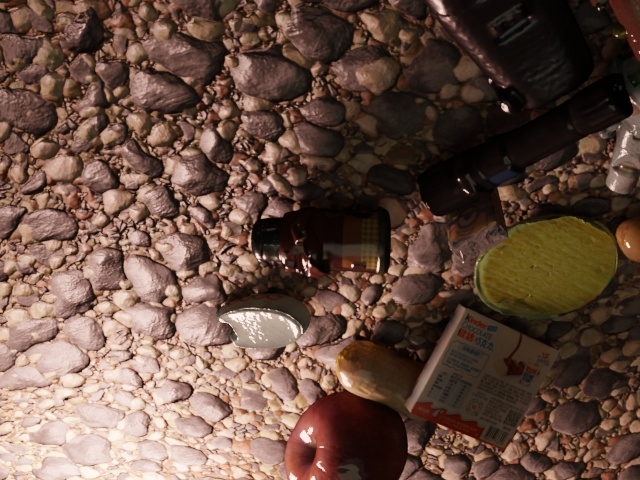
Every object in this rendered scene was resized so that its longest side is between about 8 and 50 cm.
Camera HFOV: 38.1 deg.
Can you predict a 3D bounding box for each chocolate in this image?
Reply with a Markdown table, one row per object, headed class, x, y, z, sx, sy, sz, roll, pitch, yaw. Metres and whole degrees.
| class | x | y | z | sx | sy | sz | roll | pitch | yaw |
| --- | --- | --- | --- | --- | --- | --- | --- | --- | --- |
| chocolate | 0.169 | 0.321 | 2.105 | 0.309 | 0.134 | 0.134 | 23 | 128 | -18 |

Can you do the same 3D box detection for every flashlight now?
| class | x | y | z | sx | sy | sz | roll | pitch | yaw |
| --- | --- | --- | --- | --- | --- | --- | --- | --- | --- |
| flashlight | 0.349 | -0.164 | 1.624 | 0.103 | 0.103 | 0.424 | 35 | 136 | -27 |

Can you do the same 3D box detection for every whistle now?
| class | x | y | z | sx | sy | sz | roll | pitch | yaw |
| --- | --- | --- | --- | --- | --- | --- | --- | --- | --- |
| whistle | 0.567 | -0.219 | 1.625 | 0.142 | 0.134 | 0.346 | -4 | 142 | -1 |

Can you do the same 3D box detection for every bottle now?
| class | x | y | z | sx | sy | sz | roll | pitch | yaw |
| --- | --- | --- | --- | --- | --- | --- | --- | --- | --- |
| bottle | 0.000 | 0.000 | 1.803 | 0.271 | 0.143 | 0.156 | 1 | 132 | 1 |

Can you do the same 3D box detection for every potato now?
| class | x | y | z | sx | sy | sz | roll | pitch | yaw |
| --- | --- | --- | --- | --- | --- | --- | --- | --- | --- |
| potato | 0.671 | -0.003 | 1.821 | 0.178 | 0.118 | 0.109 | 3 | 98 | 15 |

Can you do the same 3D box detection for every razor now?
| class | x | y | z | sx | sy | sz | roll | pitch | yaw |
| --- | --- | --- | --- | --- | --- | --- | --- | --- | --- |
| razor | 0.305 | -0.355 | 1.501 | 0.189 | 0.107 | 0.327 | -28 | 129 | 23 |

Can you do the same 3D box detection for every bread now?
| class | x | y | z | sx | sy | sz | roll | pitch | yaw |
| --- | --- | --- | --- | --- | --- | --- | --- | --- | --- |
| bread | 0.464 | 0.051 | 1.914 | 0.301 | 0.045 | 0.301 | -2 | 132 | -2 |

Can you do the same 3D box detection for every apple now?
| class | x | y | z | sx | sy | sz | roll | pitch | yaw |
| --- | --- | --- | --- | --- | --- | --- | --- | --- | --- |
| apple | 0.063 | 0.499 | 2.169 | 0.235 | 0.306 | 0.306 | 15 | 132 | -29 |

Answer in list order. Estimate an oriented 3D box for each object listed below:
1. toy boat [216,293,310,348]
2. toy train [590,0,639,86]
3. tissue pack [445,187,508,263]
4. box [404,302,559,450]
| class | x | y | z | sx | sy | sz | roll | pitch | yaw |
| --- | --- | --- | --- | --- | --- | --- | --- | --- | --- |
| toy boat | -0.118 | 0.167 | 2.013 | 0.207 | 0.079 | 0.134 | -10 | 125 | 23 |
| toy train | 0.540 | -0.371 | 1.416 | 0.221 | 0.150 | 0.304 | -27 | 101 | 17 |
| tissue pack | 0.292 | -0.044 | 1.756 | 0.108 | 0.148 | 0.060 | -32 | 126 | 27 |
| box | 0.360 | 0.306 | 2.061 | 0.273 | 0.048 | 0.265 | 26 | 97 | -20 |
